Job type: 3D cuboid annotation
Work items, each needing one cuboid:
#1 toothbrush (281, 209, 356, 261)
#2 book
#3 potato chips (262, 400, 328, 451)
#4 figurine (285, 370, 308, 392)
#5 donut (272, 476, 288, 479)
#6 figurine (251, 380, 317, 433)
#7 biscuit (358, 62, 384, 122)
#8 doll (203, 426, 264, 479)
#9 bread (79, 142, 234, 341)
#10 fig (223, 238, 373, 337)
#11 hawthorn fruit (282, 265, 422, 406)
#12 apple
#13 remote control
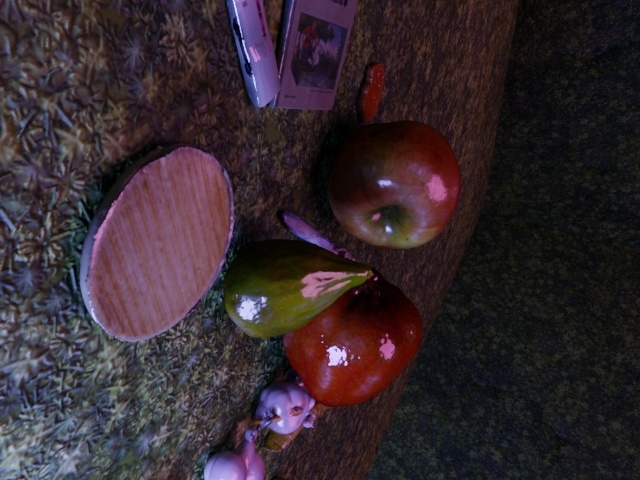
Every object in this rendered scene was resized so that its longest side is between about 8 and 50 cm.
[{"bbox_3d":[0.000,0.000,1.142,0.035,0.042,0.413,-69,156,-5],"label":"toothbrush"},{"bbox_3d":[-0.003,-0.357,0.867,0.215,0.025,0.283,-25,131,-59],"label":"book"},{"bbox_3d":[-0.031,0.459,1.404,0.407,0.057,0.080,-1,105,-67],"label":"potato chips"},{"bbox_3d":[0.005,0.335,1.334,0.260,0.103,0.205,-16,121,-52],"label":"figurine"},{"bbox_3d":[-0.120,0.694,1.382,0.140,0.059,0.140,-48,149,-42],"label":"donut"},{"bbox_3d":[-0.075,0.372,1.163,0.229,0.137,0.112,66,15,-64],"label":"figurine"},{"bbox_3d":[0.111,-0.326,1.162,0.102,0.019,0.130,-21,126,-63],"label":"biscuit"},{"bbox_3d":[-0.210,0.535,1.001,0.365,0.094,0.160,-64,149,-21],"label":"doll"},{"bbox_3d":[-0.199,0.003,0.669,0.267,0.040,0.267,-50,151,-42],"label":"bread"},{"bbox_3d":[-0.053,0.061,0.872,0.233,0.167,0.167,-32,143,-17],"label":"fig"},{"bbox_3d":[0.060,0.202,1.113,0.295,0.295,0.311,2,95,-67],"label":"hawthorn fruit"},{"bbox_3d":[0.155,-0.129,1.106,0.309,0.277,0.250,121,-12,-60],"label":"apple"},{"bbox_3d":[-0.087,-0.271,0.730,0.065,0.029,0.166,-55,153,-33],"label":"remote control"}]
